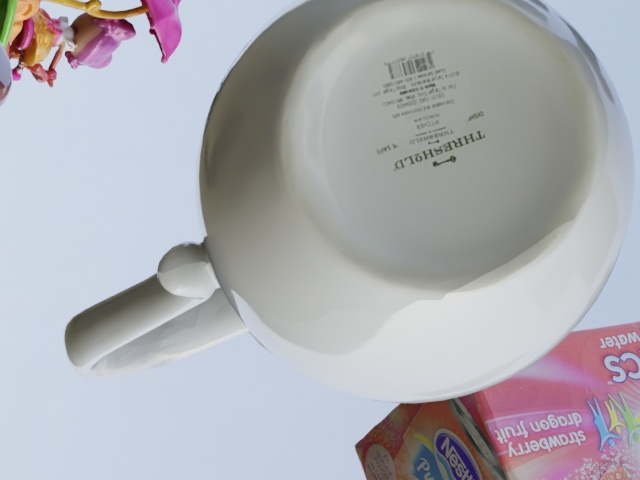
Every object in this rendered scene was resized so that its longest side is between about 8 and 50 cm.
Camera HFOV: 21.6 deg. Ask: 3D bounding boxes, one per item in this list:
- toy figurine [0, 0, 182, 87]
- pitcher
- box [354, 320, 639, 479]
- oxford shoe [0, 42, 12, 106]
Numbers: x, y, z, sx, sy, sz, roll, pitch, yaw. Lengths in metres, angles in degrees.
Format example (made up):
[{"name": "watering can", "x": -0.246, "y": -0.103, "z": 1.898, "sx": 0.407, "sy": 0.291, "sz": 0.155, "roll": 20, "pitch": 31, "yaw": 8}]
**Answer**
[{"name": "toy figurine", "x": -0.172, "y": -0.143, "z": 1.118, "sx": 0.173, "sy": 0.159, "sz": 0.130, "roll": -43, "pitch": -126, "yaw": 43}, {"name": "pitcher", "x": 0.000, "y": 0.000, "z": 0.525, "sx": 0.207, "sy": 0.178, "sz": 0.125, "roll": 113, "pitch": -46, "yaw": -80}, {"name": "box", "x": 0.196, "y": 0.146, "z": 1.068, "sx": 0.142, "sy": 0.300, "sz": 0.154, "roll": -49, "pitch": -126, "yaw": 49}, {"name": "oxford shoe", "x": -0.251, "y": -0.071, "z": 0.403, "sx": 0.123, "sy": 0.348, "sz": 0.130, "roll": -102, "pitch": -145, "yaw": -70}]
